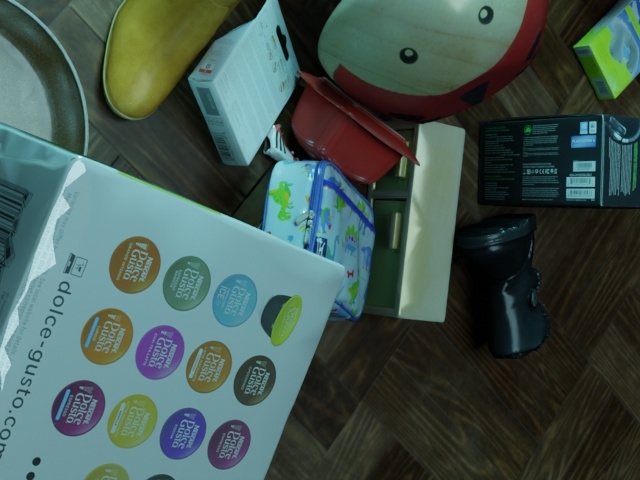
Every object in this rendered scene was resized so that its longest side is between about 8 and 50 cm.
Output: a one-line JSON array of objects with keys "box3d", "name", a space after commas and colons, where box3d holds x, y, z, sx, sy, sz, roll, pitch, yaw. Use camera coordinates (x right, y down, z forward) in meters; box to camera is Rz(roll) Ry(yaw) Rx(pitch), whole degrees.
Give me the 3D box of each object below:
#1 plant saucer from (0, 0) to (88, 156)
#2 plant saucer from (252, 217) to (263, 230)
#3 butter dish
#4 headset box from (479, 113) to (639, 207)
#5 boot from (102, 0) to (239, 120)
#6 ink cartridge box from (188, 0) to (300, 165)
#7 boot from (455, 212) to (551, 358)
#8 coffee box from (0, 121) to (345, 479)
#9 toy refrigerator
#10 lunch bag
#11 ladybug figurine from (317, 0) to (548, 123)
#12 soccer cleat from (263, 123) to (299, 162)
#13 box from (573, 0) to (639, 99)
[{"box3d": [-0.405, -0.124, 1.251, 0.310, 0.050, 0.311, -2, 93, -34], "name": "plant saucer"}, {"box3d": [-0.067, 0.058, 1.464, 0.198, 0.036, 0.199, 3, 90, -67], "name": "plant saucer"}, {"box3d": [0.023, -0.127, 1.512, 0.160, 0.160, 0.118, 32, 100, -37], "name": "butter dish"}, {"box3d": [0.422, -0.112, 1.716, 0.283, 0.246, 0.131, 0, 92, -35], "name": "headset box"}, {"box3d": [-0.139, -0.280, 1.333, 0.104, 0.211, 0.295, 30, 75, -32], "name": "boot"}, {"box3d": [-0.092, -0.206, 1.451, 0.145, 0.045, 0.179, 70, 35, -45], "name": "ink cartridge box"}, {"box3d": [0.269, 0.073, 1.669, 0.246, 0.094, 0.207, -15, 101, -66], "name": "boot"}, {"box3d": [-0.244, 0.094, 1.153, 0.334, 0.338, 0.338, 24, 88, -41], "name": "coffee box"}, {"box3d": [0.120, -0.027, 1.595, 0.094, 0.102, 0.270, 8, 88, -35], "name": "toy refrigerator"}, {"box3d": [0.000, 0.000, 1.460, 0.219, 0.090, 0.176, 46, 49, -62], "name": "lunch bag"}, {"box3d": [0.158, -0.253, 1.437, 0.305, 0.449, 0.162, -29, 86, 13], "name": "ladybug figurine"}, {"box3d": [-0.055, -0.115, 1.513, 0.035, 0.029, 0.083, -32, 107, -21], "name": "soccer cleat"}, {"box3d": [0.496, -0.325, 1.885, 0.178, 0.042, 0.109, -45, 116, -24], "name": "box"}]
